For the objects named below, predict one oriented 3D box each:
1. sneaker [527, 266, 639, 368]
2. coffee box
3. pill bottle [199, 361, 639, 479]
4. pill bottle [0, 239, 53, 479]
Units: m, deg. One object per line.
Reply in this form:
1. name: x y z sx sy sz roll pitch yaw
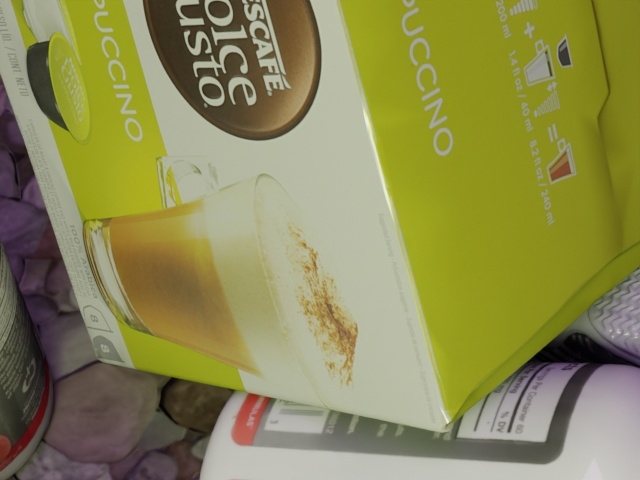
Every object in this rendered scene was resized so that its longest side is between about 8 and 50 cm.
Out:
1. sneaker: 0.194 0.092 1.099 0.137 0.210 0.366 -41 29 -24
2. coffee box: 0.024 -0.121 0.970 0.334 0.338 0.338 6 30 45
3. pill bottle: 0.122 0.181 0.921 0.363 0.210 0.210 -1 52 28
4. pill bottle: -0.303 0.047 1.025 0.176 0.318 0.176 -1 55 2
